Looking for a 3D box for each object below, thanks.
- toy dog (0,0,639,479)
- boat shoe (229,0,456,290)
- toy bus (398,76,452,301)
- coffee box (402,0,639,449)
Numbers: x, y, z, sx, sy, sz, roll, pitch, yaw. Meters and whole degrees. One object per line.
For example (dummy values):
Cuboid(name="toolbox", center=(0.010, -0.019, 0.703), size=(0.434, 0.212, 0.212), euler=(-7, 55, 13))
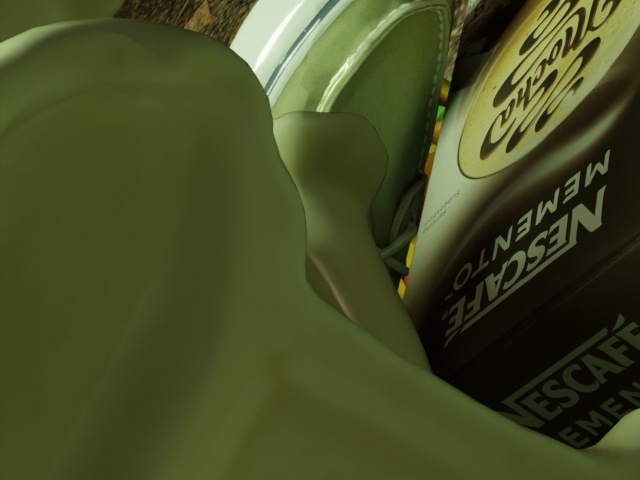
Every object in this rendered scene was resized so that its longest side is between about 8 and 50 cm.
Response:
Cuboid(name="toy dog", center=(-0.105, 0.096, 0.591), size=(0.408, 0.284, 0.395), euler=(28, 97, 59))
Cuboid(name="boat shoe", center=(0.000, 0.000, 0.813), size=(0.094, 0.109, 0.302), euler=(45, 128, 33))
Cuboid(name="toy bus", center=(0.024, -0.026, 1.020), size=(0.202, 0.104, 0.191), euler=(-49, 19, 22))
Cuboid(name="coffee box", center=(0.135, -0.038, 0.721), size=(0.168, 0.119, 0.297), euler=(-41, 23, 39))
